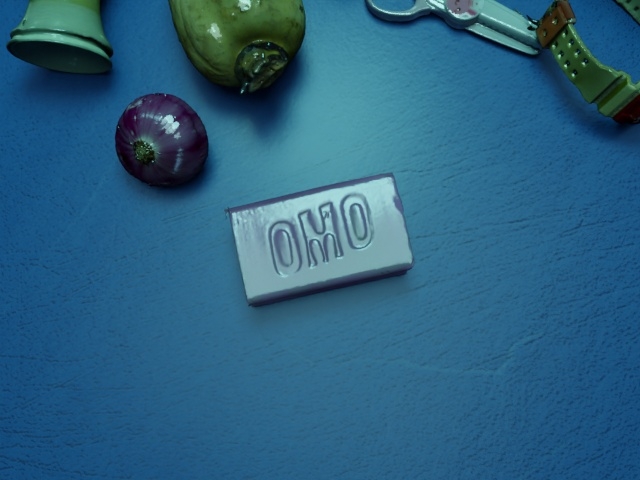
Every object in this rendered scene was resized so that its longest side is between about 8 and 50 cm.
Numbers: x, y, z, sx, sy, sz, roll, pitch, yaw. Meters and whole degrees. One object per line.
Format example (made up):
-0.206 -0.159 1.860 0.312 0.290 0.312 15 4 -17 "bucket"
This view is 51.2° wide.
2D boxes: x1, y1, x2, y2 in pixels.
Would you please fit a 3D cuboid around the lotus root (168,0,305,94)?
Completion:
-0.101 -0.279 0.798 0.154 0.140 0.257 -27 72 10 "lotus root"

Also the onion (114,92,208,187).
-0.189 -0.121 0.803 0.115 0.115 0.104 21 38 4 "onion"

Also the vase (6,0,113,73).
-0.301 -0.376 0.811 0.173 0.173 0.322 1 88 1 "vase"

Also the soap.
0.000 0.000 0.791 0.203 0.065 0.122 -13 81 0 "soap"

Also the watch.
0.340 -0.266 0.809 0.164 0.102 0.268 -36 81 -25 "watch"

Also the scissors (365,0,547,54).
0.177 -0.298 0.848 0.242 0.030 0.118 29 83 6 "scissors"
